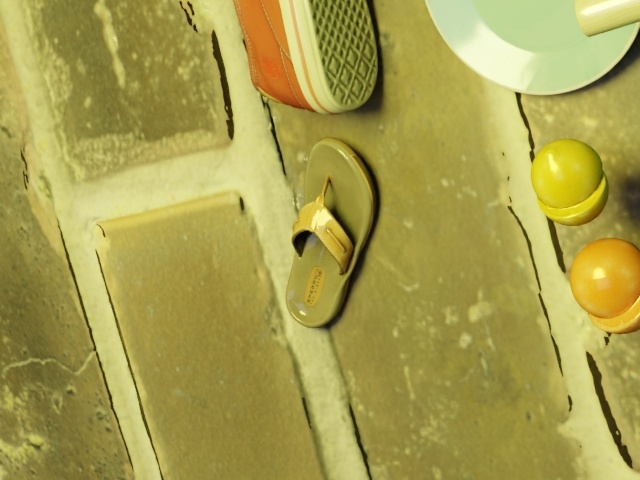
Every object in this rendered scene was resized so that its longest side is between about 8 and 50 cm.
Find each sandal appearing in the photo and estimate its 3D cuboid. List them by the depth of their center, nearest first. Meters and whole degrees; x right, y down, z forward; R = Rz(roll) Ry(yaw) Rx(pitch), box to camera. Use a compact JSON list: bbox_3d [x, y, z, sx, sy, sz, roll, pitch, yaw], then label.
[{"bbox_3d":[0.000,0.000,1.209,0.072,0.049,0.180,26,117,26],"label":"sandal"}]

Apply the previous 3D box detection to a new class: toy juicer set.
[{"bbox_3d":[0.256,-0.075,0.980,0.209,0.089,0.329,6,115,21],"label":"toy juicer set"}]

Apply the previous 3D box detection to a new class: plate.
[{"bbox_3d":[0.160,-0.202,1.047,0.188,0.024,0.188,17,122,29],"label":"plate"}]

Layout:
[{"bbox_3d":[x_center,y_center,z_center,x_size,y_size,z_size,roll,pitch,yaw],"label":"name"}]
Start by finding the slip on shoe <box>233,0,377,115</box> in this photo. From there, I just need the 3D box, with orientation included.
[{"bbox_3d":[-0.039,-0.261,1.124,0.101,0.123,0.331,-1,108,38],"label":"slip on shoe"}]
